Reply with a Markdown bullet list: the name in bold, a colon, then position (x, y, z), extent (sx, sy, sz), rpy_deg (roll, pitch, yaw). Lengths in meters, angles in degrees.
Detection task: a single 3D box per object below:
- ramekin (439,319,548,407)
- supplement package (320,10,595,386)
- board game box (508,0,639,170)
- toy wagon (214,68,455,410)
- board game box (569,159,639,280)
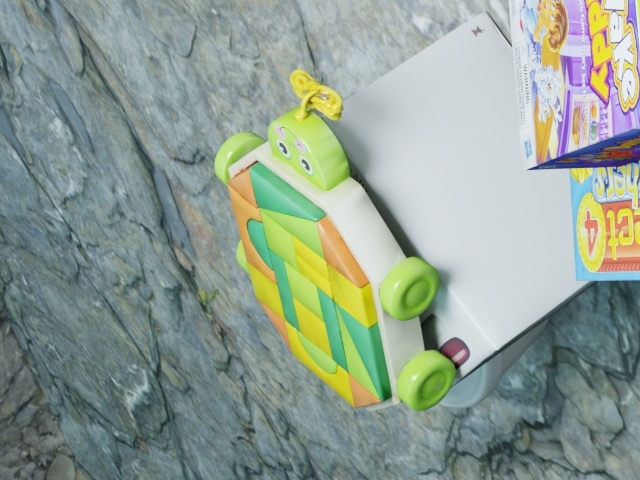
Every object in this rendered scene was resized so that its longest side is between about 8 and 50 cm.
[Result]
- **ramekin**: position (0.121, 0.028, 2.013), extent (0.273, 0.127, 0.273), rpy_deg (43, 154, 28)
- **supplement package**: position (0.133, -0.036, 1.810), extent (0.262, 0.204, 0.145), rpy_deg (53, 156, 7)
- **board game box**: position (0.192, -0.232, 1.283), extent (0.233, 0.078, 0.347), rpy_deg (158, 108, -75)
- **toy wagon**: position (0.000, 0.000, 1.767), extent (0.267, 0.068, 0.344), rpy_deg (38, 152, 39)
- **board game box**: position (0.262, -0.124, 1.368), extent (0.308, 0.086, 0.302), rpy_deg (172, 95, -76)
